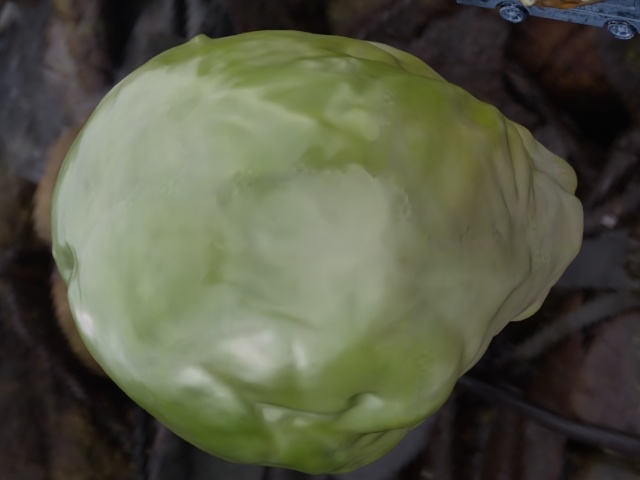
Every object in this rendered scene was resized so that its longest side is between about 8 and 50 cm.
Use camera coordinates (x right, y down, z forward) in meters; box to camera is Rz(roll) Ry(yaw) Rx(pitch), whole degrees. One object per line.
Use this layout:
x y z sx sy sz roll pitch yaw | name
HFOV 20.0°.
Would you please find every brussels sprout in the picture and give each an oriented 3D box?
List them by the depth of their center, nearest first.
-0.006 0.004 1.063 0.274 0.316 0.243 -75 -6 -66 | brussels sprout

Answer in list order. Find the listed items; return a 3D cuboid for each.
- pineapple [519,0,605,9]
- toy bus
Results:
0.067 -0.225 0.815 0.157 0.278 0.158 -24 50 31 | pineapple
0.172 -0.177 1.228 0.165 0.065 0.047 12 69 16 | toy bus
